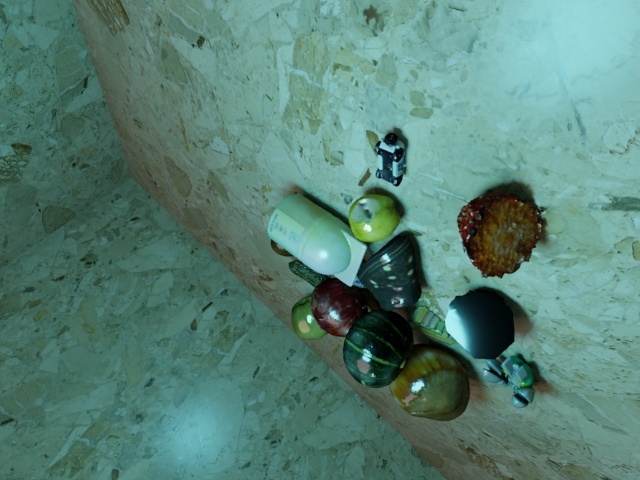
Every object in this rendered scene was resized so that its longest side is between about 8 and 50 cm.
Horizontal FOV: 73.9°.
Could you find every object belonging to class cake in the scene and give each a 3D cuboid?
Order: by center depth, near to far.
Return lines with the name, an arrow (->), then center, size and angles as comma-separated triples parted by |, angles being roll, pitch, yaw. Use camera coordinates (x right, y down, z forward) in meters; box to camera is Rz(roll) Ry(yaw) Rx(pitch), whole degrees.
cake -> 0.482, 0.360, 1.801 | 0.225, 0.090, 0.109 | 25, 152, -2

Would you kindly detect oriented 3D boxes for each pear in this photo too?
pear -> 0.185, -0.078, 1.454 | 0.178, 0.178, 0.178 | 35, 153, 21

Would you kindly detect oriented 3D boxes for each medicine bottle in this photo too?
medicine bottle -> 0.000, 0.000, 1.754 | 0.406, 0.235, 0.236 | 35, 153, 23

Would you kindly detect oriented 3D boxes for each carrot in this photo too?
carrot -> 0.227, 0.265, 2.012 | 0.070, 0.070, 0.260 | 6, 136, 54

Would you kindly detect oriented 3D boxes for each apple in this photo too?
apple -> -0.056, 0.461, 2.523 | 0.262, 0.262, 0.262 | 35, 153, 21

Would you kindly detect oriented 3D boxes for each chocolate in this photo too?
chocolate -> 0.564, 0.266, 1.466 | 0.224, 0.206, 0.177 | 46, -159, 21
chocolate -> -0.161, 0.014, 2.116 | 0.176, 0.177, 0.177 | 35, 153, 21

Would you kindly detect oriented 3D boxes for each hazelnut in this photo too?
hazelnut -> 0.479, 0.613, 1.874 | 0.372, 0.315, 0.372 | 28, -161, -10

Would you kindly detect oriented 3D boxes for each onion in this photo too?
onion -> 0.078, 0.301, 1.900 | 0.276, 0.276, 0.276 | 35, 153, 21

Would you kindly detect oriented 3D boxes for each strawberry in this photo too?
strawberry -> 0.436, -0.023, 1.126 | 0.234, 0.233, 0.178 | 56, 173, -22

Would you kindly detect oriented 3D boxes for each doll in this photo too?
doll -> 0.724, 0.534, 1.565 | 0.258, 0.153, 0.195 | 47, 169, -15

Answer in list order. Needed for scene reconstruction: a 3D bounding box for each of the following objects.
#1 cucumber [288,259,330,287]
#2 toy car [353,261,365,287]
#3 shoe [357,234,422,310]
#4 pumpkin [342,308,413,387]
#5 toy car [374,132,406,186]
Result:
cucumber -> -0.032, 0.200, 2.279 | 0.359, 0.096, 0.096 | 33, 152, 29
toy car -> 0.174, 0.151, 1.867 | 0.209, 0.108, 0.089 | 37, 154, 16
shoe -> 0.284, 0.142, 1.611 | 0.237, 0.171, 0.384 | 48, 157, 10
pumpkin -> 0.240, 0.443, 1.743 | 0.241, 0.323, 0.323 | 22, 147, 34
toy car -> 0.211, -0.243, 1.265 | 0.080, 0.070, 0.171 | 31, 153, 28
